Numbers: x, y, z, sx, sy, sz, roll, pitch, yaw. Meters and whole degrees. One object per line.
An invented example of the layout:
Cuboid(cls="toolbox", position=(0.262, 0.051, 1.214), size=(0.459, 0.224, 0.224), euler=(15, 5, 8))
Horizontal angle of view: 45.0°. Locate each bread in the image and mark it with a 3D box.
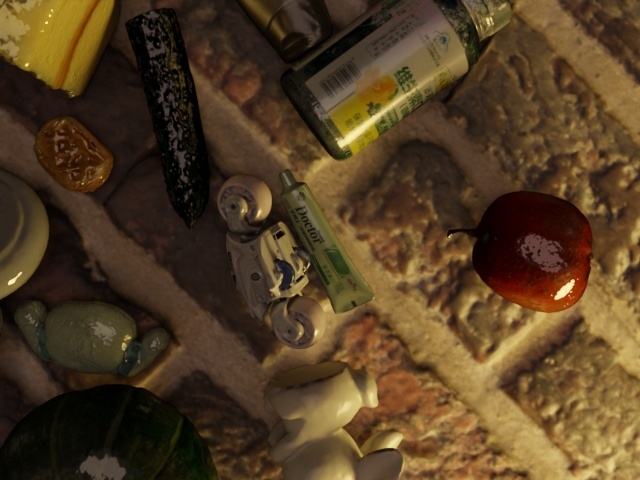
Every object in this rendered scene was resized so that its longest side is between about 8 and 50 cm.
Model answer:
Cuboid(cls="bread", position=(-0.333, -0.115, 1.041), size=(0.083, 0.044, 0.110), euler=(-44, 94, 6))
Cuboid(cls="bread", position=(-0.377, -0.319, 0.911), size=(0.236, 0.263, 0.198), euler=(26, 91, -4))

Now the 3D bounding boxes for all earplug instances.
Cuboid(cls="earplug", position=(-0.482, 0.053, 0.999), size=(0.214, 0.175, 0.325), euler=(21, 85, 0))

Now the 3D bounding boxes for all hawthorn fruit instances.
Cuboid(cls="hawthorn fruit", position=(0.265, 0.009, 1.035), size=(0.194, 0.157, 0.157), euler=(14, 95, 14))

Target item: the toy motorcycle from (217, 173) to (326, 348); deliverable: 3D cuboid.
Cuboid(cls="toy motorcycle", position=(-0.077, 0.034, 1.049), size=(0.112, 0.112, 0.254), euler=(-25, 98, 0))

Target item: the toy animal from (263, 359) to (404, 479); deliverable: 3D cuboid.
Cuboid(cls="toy animal", position=(0.015, 0.260, 1.053), size=(0.178, 0.127, 0.193), euler=(-22, 94, -2))

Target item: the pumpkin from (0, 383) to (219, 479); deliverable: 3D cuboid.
Cuboid(cls="pumpkin", position=(-0.283, 0.330, 1.011), size=(0.300, 0.207, 0.300), euler=(-1, 109, -2))

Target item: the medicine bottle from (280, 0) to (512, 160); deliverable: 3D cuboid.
Cuboid(cls="medicine bottle", position=(0.100, -0.239, 0.998), size=(0.293, 0.141, 0.141), euler=(-37, 96, 1))

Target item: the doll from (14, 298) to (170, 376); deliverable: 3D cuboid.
Cuboid(cls="doll", position=(-0.313, 0.131, 1.051), size=(0.214, 0.071, 0.103), euler=(9, 94, 0))

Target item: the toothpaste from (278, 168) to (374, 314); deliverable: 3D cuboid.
Cuboid(cls="toothpaste", position=(0.000, 0.000, 1.070), size=(0.064, 0.041, 0.218), euler=(-26, 99, 13))

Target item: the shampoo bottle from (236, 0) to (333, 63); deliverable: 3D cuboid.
Cuboid(cls="shampoo bottle", position=(-0.096, -0.402, 1.002), size=(0.126, 0.084, 0.350), euler=(-28, 97, -6))

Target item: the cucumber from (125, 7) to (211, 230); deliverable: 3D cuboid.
Cuboid(cls="cucumber", position=(-0.195, -0.162, 1.029), size=(0.072, 0.072, 0.300), euler=(-12, 96, -1))
